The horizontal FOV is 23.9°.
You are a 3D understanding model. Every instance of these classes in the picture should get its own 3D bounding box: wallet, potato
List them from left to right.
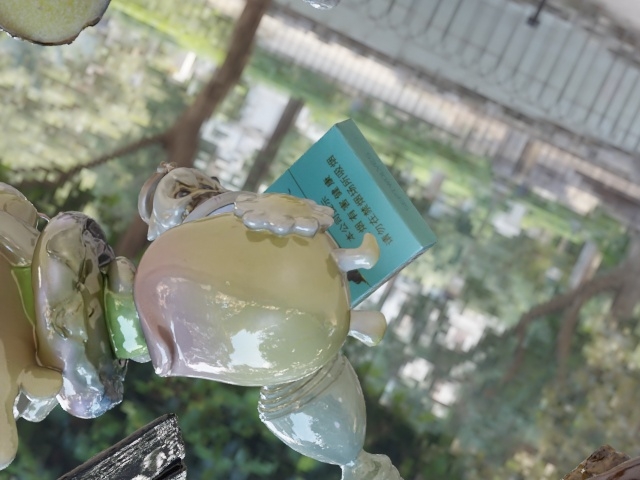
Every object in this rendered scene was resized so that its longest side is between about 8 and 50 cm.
[{"bbox_3d":[-0.291,-0.290,1.492,0.081,0.164,0.200,31,157,40],"label":"potato"},{"bbox_3d":[-0.248,0.283,1.563,0.041,0.247,0.323,56,165,18],"label":"wallet"}]

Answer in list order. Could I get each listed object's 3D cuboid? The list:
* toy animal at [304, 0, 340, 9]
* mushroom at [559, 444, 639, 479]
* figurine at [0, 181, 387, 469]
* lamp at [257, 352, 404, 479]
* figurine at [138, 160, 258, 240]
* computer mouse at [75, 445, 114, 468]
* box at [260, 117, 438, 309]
[{"bbox_3d":[-0.066,-0.452,2.057,0.344,0.194,0.303,32,-168,-6],"label":"toy animal"},{"bbox_3d":[0.283,0.298,1.277,0.163,0.297,0.278,16,-138,-59],"label":"mushroom"},{"bbox_3d":[-0.154,0.063,0.960,0.394,0.227,0.274,-6,-150,7],"label":"figurine"},{"bbox_3d":[0.012,0.192,1.519,0.193,0.106,0.106,57,174,-14],"label":"lamp"},{"bbox_3d":[-0.126,-0.017,1.520,0.132,0.132,0.153,23,-168,-42],"label":"figurine"},{"bbox_3d":[-0.260,0.278,1.850,0.135,0.047,0.079,-16,173,-26],"label":"computer mouse"},{"bbox_3d":[-0.001,0.000,1.628,0.162,0.229,0.041,55,-144,8],"label":"box"}]
